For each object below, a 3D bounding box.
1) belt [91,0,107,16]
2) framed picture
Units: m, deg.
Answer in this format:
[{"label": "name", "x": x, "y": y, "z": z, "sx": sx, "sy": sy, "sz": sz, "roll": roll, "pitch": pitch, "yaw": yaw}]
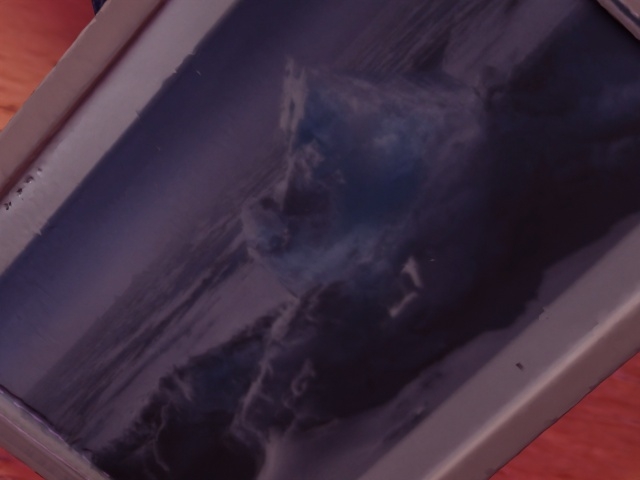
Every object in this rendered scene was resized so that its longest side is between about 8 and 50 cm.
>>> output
[{"label": "belt", "x": -0.002, "y": -0.122, "z": 0.794, "sx": 0.230, "sy": 0.126, "sz": 0.139, "roll": 23, "pitch": 121, "yaw": -4}, {"label": "framed picture", "x": 0.000, "y": 0.000, "z": 0.765, "sx": 0.326, "sy": 0.028, "sz": 0.446, "roll": 39, "pitch": 115, "yaw": -11}]
